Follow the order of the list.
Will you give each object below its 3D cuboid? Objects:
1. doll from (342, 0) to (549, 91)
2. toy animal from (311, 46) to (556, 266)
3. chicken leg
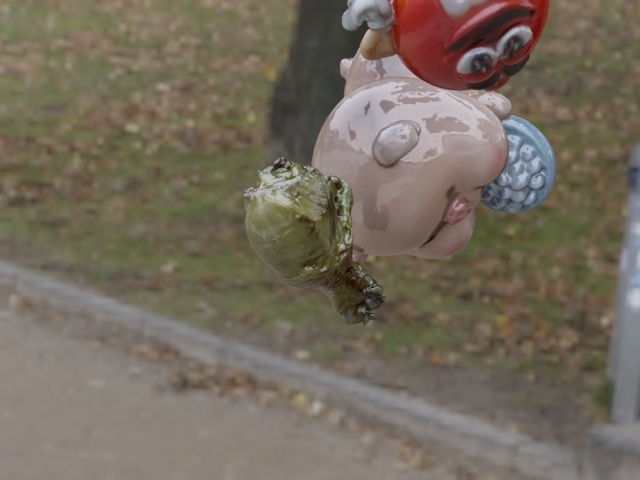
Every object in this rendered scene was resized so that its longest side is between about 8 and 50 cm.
[{"bbox_3d":[0.102,-0.193,1.358,0.183,0.217,0.085,-20,35,-6],"label":"doll"},{"bbox_3d":[0.089,-0.107,1.719,0.229,0.210,0.221,-15,56,-22],"label":"toy animal"},{"bbox_3d":[0.000,0.000,1.580,0.088,0.103,0.228,-26,-35,17],"label":"chicken leg"}]
